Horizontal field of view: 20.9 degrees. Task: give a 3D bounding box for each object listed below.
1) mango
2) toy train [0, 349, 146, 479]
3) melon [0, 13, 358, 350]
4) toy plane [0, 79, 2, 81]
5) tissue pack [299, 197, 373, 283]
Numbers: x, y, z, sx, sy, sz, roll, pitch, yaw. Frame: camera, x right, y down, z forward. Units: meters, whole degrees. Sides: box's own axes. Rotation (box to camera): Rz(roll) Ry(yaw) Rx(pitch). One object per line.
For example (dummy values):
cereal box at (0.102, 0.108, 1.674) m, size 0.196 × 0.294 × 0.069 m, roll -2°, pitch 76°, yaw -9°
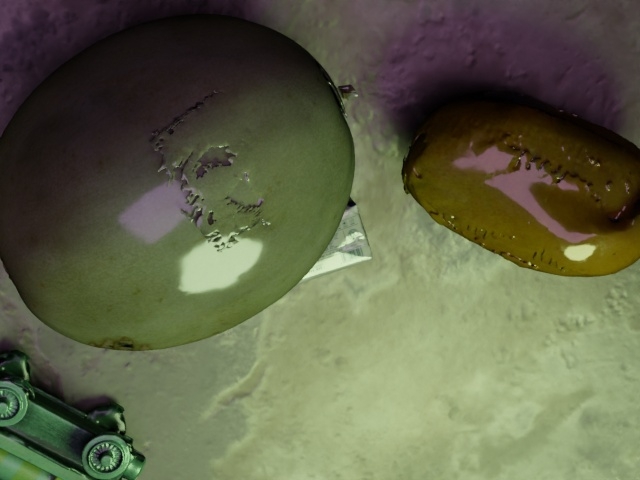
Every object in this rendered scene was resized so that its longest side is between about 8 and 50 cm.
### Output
mango at (0.193, -0.046, 1.578) m, size 0.248 × 0.156 × 0.151 m, roll 15°, pitch 140°, yaw -16°
toy train at (-0.267, 0.192, 1.612) m, size 0.200 × 0.083 × 0.132 m, roll 31°, pitch 103°, yaw -16°
melon at (-0.118, -0.052, 1.460) m, size 0.330 × 0.268 × 0.268 m, roll -26°, pitch 110°, yaw -9°
toy plane at (-0.376, -0.147, 1.493) m, size 0.188 × 0.062 × 0.135 m, roll -14°, pitch 136°, yaw -2°
tissue pack at (0.000, 0.000, 1.614) m, size 0.083 × 0.042 × 0.062 m, roll -19°, pitch 112°, yaw -3°
